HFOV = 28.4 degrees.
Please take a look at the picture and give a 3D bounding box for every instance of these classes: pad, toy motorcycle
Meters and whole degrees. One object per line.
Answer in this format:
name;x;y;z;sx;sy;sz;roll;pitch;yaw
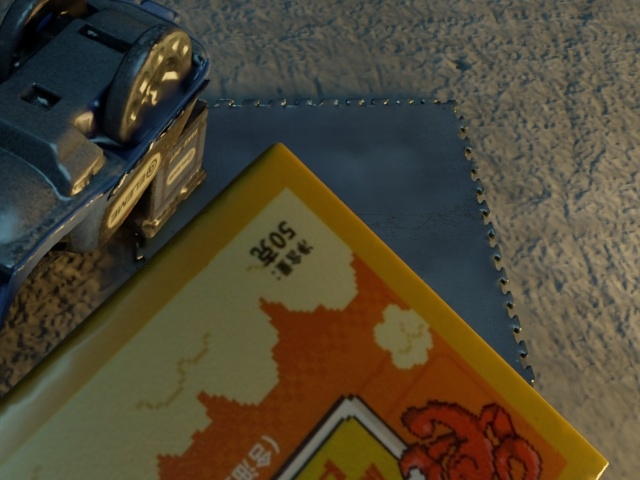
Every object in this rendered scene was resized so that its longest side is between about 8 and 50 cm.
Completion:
pad;0.000;0.000;0.901;0.270;0.012;0.269;0;55;-12
toy motorcycle;-0.180;-0.006;0.738;0.125;0.212;0.358;26;49;12

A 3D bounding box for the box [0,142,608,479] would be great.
box;-0.073;0.159;0.546;0.214;0.259;0.283;44;57;-3
